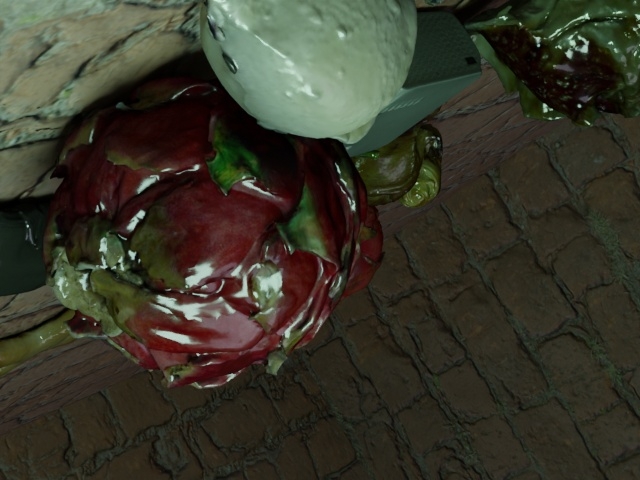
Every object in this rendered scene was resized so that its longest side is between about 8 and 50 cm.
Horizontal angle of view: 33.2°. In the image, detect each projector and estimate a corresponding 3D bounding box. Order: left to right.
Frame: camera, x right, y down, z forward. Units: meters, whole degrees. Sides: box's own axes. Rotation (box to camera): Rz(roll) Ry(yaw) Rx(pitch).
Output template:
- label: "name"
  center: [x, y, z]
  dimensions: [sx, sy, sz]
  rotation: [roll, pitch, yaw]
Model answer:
- label: "projector"
  center: [0.060, -0.189, 1.331]
  dimensions: [0.198, 0.108, 0.250]
  rotation: [-35, 173, 36]

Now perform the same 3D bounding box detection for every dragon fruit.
- label: "dragon fruit"
  center: [-0.108, -0.014, 1.067]
  dimensions: [0.329, 0.329, 0.329]
  rotation: [-29, 173, -4]
- label: "dragon fruit"
  center: [-0.004, 0.006, 1.971]
  dimensions: [0.252, 0.241, 0.241]
  rotation: [3, 163, -15]

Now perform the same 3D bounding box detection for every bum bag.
- label: "bum bag"
  center: [-0.346, 0.010, 1.214]
  dimensions: [0.142, 0.080, 0.326]
  rotation: [-40, 167, 21]

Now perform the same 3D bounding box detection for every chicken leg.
- label: "chicken leg"
  center: [0.118, -0.146, 1.746]
  dimensions: [0.211, 0.140, 0.361]
  rotation: [-16, 170, -33]

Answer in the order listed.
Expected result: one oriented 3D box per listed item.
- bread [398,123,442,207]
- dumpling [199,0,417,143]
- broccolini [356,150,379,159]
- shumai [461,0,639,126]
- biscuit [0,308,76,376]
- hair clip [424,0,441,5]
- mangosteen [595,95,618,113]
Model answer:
- label: "bread"
  center: [0.182, -0.137, 1.981]
  dimensions: [0.098, 0.087, 0.269]
  rotation: [-34, -166, 18]
- label: "dumpling"
  center: [0.009, -0.198, 0.885]
  dimensions: [0.227, 0.175, 0.243]
  rotation: [-58, -178, -5]
- label: "broccolini"
  center: [0.019, -0.134, 1.626]
  dimensions: [0.140, 0.030, 0.035]
  rotation: [3, 177, -8]
- label: "shumai"
  center: [0.327, -0.304, 1.386]
  dimensions: [0.288, 0.292, 0.330]
  rotation: [8, 158, -3]
- label: "biscuit"
  center: [-0.507, 0.181, 1.903]
  dimensions: [0.208, 0.047, 0.164]
  rotation: [-26, 173, -31]
- label: "hair clip"
  center: [0.180, -0.314, 1.179]
  dimensions: [0.049, 0.049, 0.173]
  rotation: [-23, 176, -46]
- label: "mangosteen"
  center: [0.557, -0.338, 2.023]
  dimensions: [0.210, 0.210, 0.210]
  rotation: [-29, 173, -4]
